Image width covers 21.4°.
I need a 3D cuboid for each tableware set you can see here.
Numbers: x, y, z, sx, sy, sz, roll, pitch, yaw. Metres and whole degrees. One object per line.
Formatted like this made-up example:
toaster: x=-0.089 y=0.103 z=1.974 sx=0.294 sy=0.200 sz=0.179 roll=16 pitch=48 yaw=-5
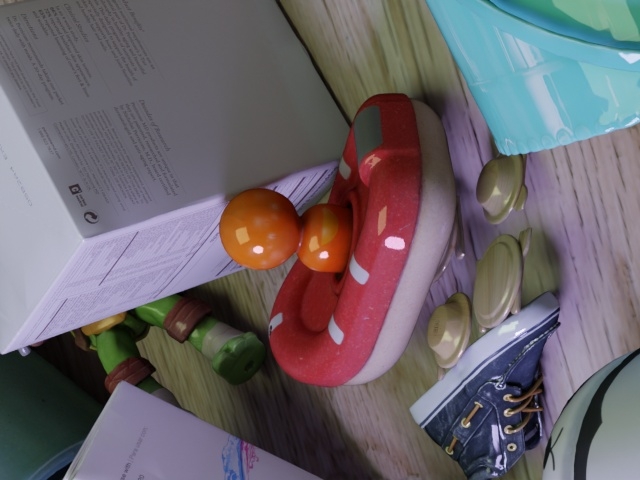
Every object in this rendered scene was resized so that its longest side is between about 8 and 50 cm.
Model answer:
tableware set: x=0.107 y=0.014 z=1.190 sx=0.168 sy=0.020 sz=0.141 roll=132 pitch=146 yaw=-54

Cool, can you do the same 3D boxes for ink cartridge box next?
ink cartridge box: x=-0.094 y=0.264 z=1.417 sx=0.278 sy=0.117 sz=0.201 roll=27 pitch=137 yaw=-5

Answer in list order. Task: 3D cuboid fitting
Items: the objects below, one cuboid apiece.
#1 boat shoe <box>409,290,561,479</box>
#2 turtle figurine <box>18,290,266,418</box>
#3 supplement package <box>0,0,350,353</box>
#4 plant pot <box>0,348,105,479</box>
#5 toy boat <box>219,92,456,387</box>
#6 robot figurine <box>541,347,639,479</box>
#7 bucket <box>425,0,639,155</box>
boat shoe: x=0.138 y=0.109 z=1.221 sx=0.083 sy=0.065 sz=0.183 roll=51 pitch=142 yaw=11
turtle figurine: x=-0.193 y=0.043 z=1.491 sx=0.266 sy=0.198 sz=0.274 roll=40 pitch=139 yaw=26
supplement package: x=-0.152 y=-0.071 z=1.330 sx=0.199 sy=0.263 sz=0.198 roll=60 pitch=143 yaw=14
plant pot: x=-0.358 y=0.233 z=1.704 sx=0.334 sy=0.341 sz=0.341 roll=26 pitch=125 yaw=33
toy boat: x=0.000 y=0.000 z=1.235 sx=0.151 sy=0.151 sz=0.231 roll=-95 pitch=18 yaw=-49
robot figurine: x=0.230 y=0.122 z=0.871 sx=0.173 sy=0.209 sz=0.278 roll=62 pitch=154 yaw=-1
bucket: x=0.174 y=-0.170 z=0.881 sx=0.281 sy=0.281 sz=0.183 roll=-13 pitch=101 yaw=53
